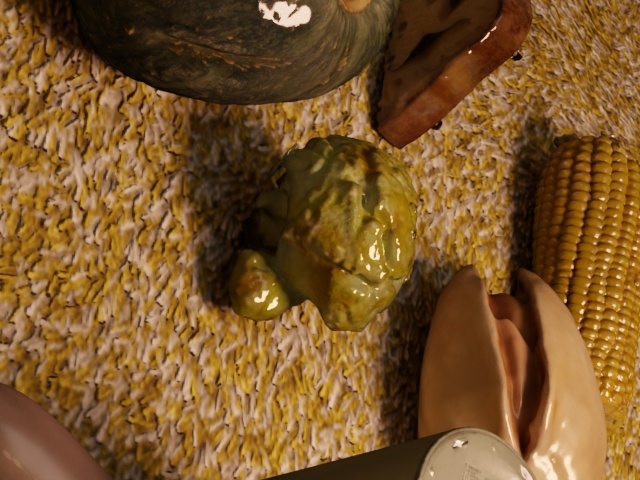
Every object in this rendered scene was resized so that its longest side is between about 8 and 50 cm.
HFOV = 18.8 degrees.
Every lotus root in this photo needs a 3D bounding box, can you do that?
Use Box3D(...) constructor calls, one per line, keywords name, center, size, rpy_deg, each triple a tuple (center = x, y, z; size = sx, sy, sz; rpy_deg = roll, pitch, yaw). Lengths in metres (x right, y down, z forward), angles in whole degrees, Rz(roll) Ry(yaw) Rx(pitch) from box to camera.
Box3D(name="lotus root", center=(0.150, -0.235, 2.135), size=(0.074, 0.170, 0.261), rpy_deg=(44, 40, -38))

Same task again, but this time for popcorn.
Box3D(name="popcorn", center=(0.000, 0.000, 1.842), size=(0.198, 0.212, 0.198), rpy_deg=(60, -6, 10))

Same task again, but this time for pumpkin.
Box3D(name="pumpkin", center=(-0.079, -0.268, 1.768), size=(0.327, 0.257, 0.291), rpy_deg=(9, 82, -58))

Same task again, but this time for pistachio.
Box3D(name="pistachio", center=(0.196, 0.171, 2.016), size=(0.193, 0.214, 0.318), rpy_deg=(4, 57, -7))

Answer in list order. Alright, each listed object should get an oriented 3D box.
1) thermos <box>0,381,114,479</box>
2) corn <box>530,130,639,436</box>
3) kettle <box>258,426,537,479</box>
Box3D(name="thermos", center=(-0.259, 0.177, 1.501), size=(0.137, 0.105, 0.193), rpy_deg=(-44, 110, -17))
Box3D(name="corn", center=(0.309, 0.052, 2.234), size=(0.144, 0.144, 0.387), rpy_deg=(32, 51, -41))
Box3D(name="kettle", center=(0.024, 0.310, 1.615), size=(0.205, 0.318, 0.265), rpy_deg=(-14, 89, -54))
